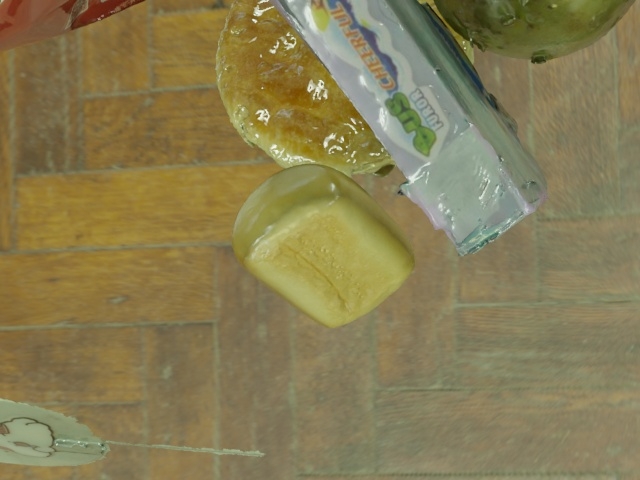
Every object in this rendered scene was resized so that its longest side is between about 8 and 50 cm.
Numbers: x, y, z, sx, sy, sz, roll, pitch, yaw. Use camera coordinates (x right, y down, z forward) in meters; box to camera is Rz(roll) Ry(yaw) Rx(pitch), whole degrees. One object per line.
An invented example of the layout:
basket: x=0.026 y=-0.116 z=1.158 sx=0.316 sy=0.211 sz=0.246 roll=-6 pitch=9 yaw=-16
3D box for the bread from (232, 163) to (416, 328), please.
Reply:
bread: x=0.000 y=0.000 z=1.266 sx=0.147 sy=0.217 sz=0.098 roll=-37 pitch=48 yaw=6

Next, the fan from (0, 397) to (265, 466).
fan: x=-0.212 y=0.179 z=1.078 sx=0.329 sy=0.191 sz=0.009 roll=5 pitch=62 yaw=1

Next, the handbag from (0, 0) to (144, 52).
handbag: x=-0.178 y=-0.271 z=0.987 sx=0.151 sy=0.298 sz=0.171 roll=-31 pitch=86 yaw=48

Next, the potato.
potato: x=0.234 y=-0.354 z=1.162 sx=0.219 sy=0.270 sz=0.359 roll=16 pitch=115 yaw=3

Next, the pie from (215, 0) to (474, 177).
pie: x=0.031 y=-0.225 z=1.499 sx=0.339 sy=0.083 sz=0.340 roll=-1 pitch=70 yaw=4

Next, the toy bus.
toy bus: x=0.068 y=-0.131 z=0.997 sx=0.112 sy=0.138 sz=0.317 roll=-35 pitch=100 yaw=17
